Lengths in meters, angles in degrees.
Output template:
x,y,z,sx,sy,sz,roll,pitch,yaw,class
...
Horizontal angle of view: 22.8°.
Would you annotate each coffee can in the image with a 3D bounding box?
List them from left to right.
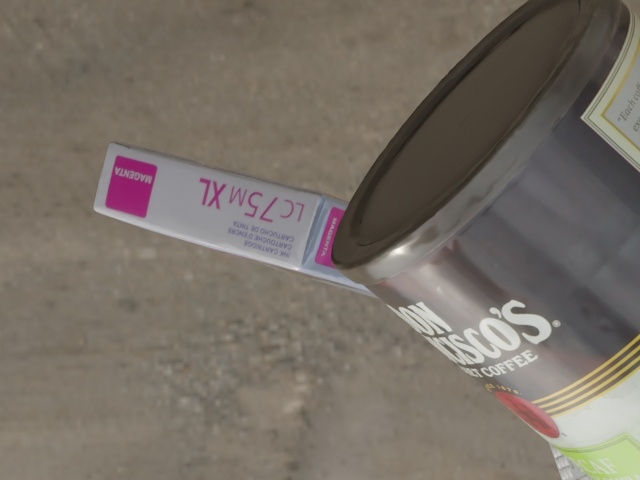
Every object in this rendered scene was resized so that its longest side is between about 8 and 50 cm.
x,y,z,sx,sy,sz,roll,pitch,yaw,class
0.173,0.023,0.842,0.275,0.201,0.201,40,126,-12,coffee can

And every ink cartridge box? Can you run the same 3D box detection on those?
x,y,z,sx,sy,sz,roll,pitch,yaw,class
0.000,0.000,1.185,0.186,0.065,0.311,16,-179,33,ink cartridge box

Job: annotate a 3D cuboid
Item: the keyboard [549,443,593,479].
x,y,z,sx,sy,sz,roll,pitch,yaw,class
0.251,0.259,1.454,0.014,0.256,0.072,-17,168,-10,keyboard
